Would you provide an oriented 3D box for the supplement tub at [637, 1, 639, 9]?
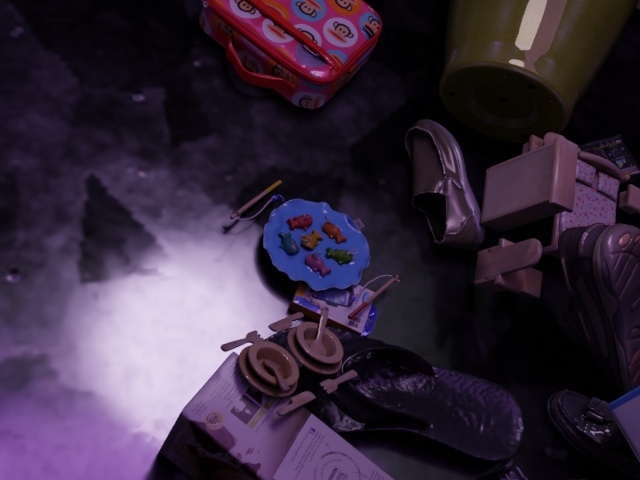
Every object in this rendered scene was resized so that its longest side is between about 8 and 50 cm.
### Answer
[{"bbox_3d":[0.768,-0.546,2.082,0.200,0.144,0.144,25,56,-5],"label":"supplement tub"}]

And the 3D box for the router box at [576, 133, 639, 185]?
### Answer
[{"bbox_3d":[0.541,-0.145,1.833,0.122,0.038,0.092,-15,67,-26],"label":"router box"}]

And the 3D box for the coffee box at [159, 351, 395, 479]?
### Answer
[{"bbox_3d":[-0.053,0.307,1.276,0.297,0.168,0.119,38,56,4],"label":"coffee box"}]

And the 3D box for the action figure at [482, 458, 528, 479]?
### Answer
[{"bbox_3d":[0.323,0.458,1.373,0.185,0.099,0.285,-31,79,-37],"label":"action figure"}]

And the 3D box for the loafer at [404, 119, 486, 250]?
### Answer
[{"bbox_3d":[0.200,-0.097,1.645,0.087,0.094,0.251,-9,65,-29],"label":"loafer"}]

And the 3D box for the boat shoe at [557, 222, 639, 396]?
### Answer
[{"bbox_3d":[0.463,0.108,1.530,0.132,0.355,0.130,-39,37,-27],"label":"boat shoe"}]

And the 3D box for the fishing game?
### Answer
[{"bbox_3d":[0.000,0.000,1.529,0.264,0.041,0.189,42,46,14],"label":"fishing game"}]

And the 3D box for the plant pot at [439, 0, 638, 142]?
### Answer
[{"bbox_3d":[0.377,-0.382,1.753,0.366,0.366,0.353,25,68,-6],"label":"plant pot"}]

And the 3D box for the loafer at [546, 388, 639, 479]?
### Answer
[{"bbox_3d":[0.485,0.319,1.517,0.267,0.084,0.096,38,56,4],"label":"loafer"}]

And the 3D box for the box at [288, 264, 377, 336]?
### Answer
[{"bbox_3d":[0.026,0.097,1.510,0.136,0.028,0.081,23,55,-4],"label":"box"}]

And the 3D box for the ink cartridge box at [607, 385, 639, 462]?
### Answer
[{"bbox_3d":[0.615,0.231,1.469,0.307,0.223,0.129,-3,58,-51],"label":"ink cartridge box"}]

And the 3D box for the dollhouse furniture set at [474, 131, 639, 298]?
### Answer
[{"bbox_3d":[0.463,-0.021,1.617,0.355,0.174,0.303,21,68,-26],"label":"dollhouse furniture set"}]

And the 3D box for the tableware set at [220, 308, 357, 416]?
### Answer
[{"bbox_3d":[-0.030,0.151,1.282,0.128,0.039,0.194,46,31,18],"label":"tableware set"}]

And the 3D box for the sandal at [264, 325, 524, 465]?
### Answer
[{"bbox_3d":[0.105,0.214,1.423,0.446,0.107,0.167,14,58,-12],"label":"sandal"}]

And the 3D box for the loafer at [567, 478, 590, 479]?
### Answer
[{"bbox_3d":[0.464,0.428,1.450,0.220,0.078,0.080,34,56,0],"label":"loafer"}]

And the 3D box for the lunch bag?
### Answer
[{"bbox_3d":[-0.066,-0.374,1.700,0.293,0.120,0.258,38,60,5],"label":"lunch bag"}]
